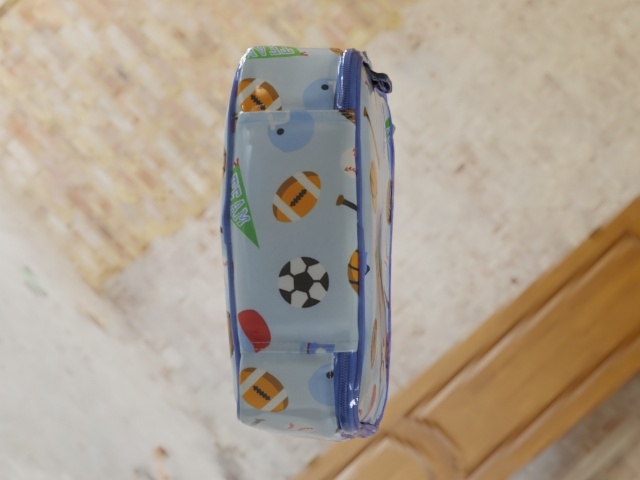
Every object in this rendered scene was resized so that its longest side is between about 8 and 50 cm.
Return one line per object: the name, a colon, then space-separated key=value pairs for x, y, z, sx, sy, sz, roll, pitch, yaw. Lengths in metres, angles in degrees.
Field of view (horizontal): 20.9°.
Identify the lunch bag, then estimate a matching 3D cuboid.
lunch bag: x=0.000 y=0.000 z=1.324 sx=0.115 sy=0.303 sz=0.243 roll=1 pitch=-8 yaw=10
